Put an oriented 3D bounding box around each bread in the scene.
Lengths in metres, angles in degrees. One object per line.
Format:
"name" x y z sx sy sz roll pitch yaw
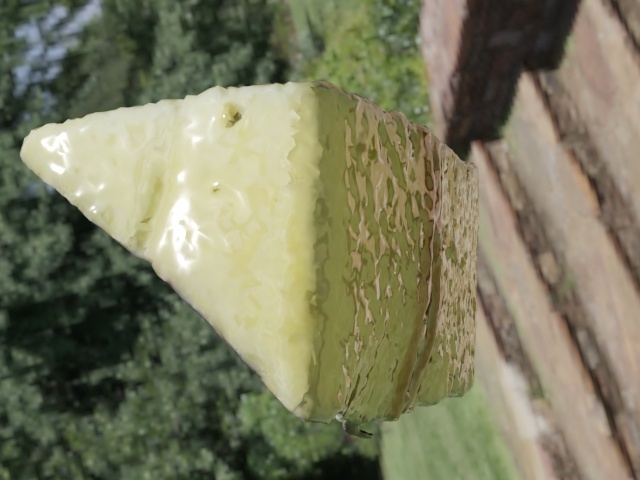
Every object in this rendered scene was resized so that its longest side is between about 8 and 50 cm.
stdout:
"bread" 0.000 0.000 0.620 0.178 0.142 0.266 54 -166 12
